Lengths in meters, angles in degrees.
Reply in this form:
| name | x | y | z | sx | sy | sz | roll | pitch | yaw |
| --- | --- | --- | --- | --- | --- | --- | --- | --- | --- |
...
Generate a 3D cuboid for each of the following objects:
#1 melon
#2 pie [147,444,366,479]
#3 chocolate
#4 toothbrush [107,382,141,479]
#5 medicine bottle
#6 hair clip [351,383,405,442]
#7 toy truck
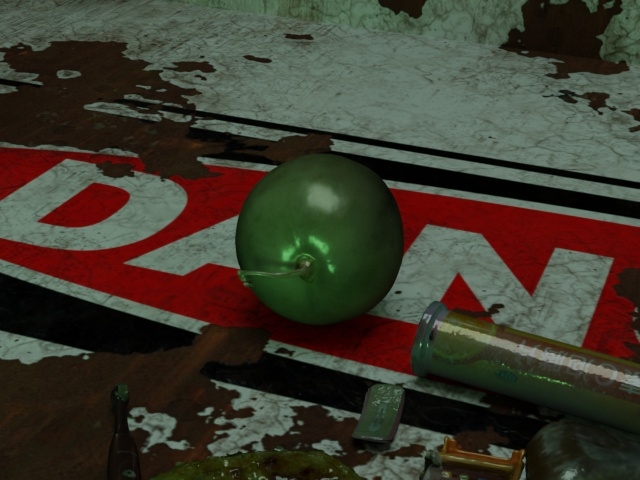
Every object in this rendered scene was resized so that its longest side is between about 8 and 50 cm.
| name | x | y | z | sx | sy | sz | roll | pitch | yaw |
| --- | --- | --- | --- | --- | --- | --- | --- | --- | --- |
| melon | 0.001 | -0.006 | 1.877 | 0.272 | 0.271 | 0.308 | -2 | 34 | -9 |
| pie | -0.059 | 0.323 | 1.328 | 0.288 | 0.103 | 0.355 | -6 | 29 | -30 |
| chocolate | 0.355 | 0.274 | 1.397 | 0.254 | 0.080 | 0.157 | 27 | 24 | -7 |
| toothbrush | -0.235 | 0.275 | 1.505 | 0.041 | 0.040 | 0.364 | -2 | 25 | -9 |
| medicine bottle | 0.337 | 0.184 | 1.674 | 0.426 | 0.108 | 0.108 | 14 | 28 | 22 |
| hair clip | 0.077 | 0.230 | 1.646 | 0.054 | 0.022 | 0.137 | 6 | 25 | 10 |
| toy truck | 0.159 | 0.285 | 1.346 | 0.114 | 0.135 | 0.270 | 7 | 1 | 12 |
